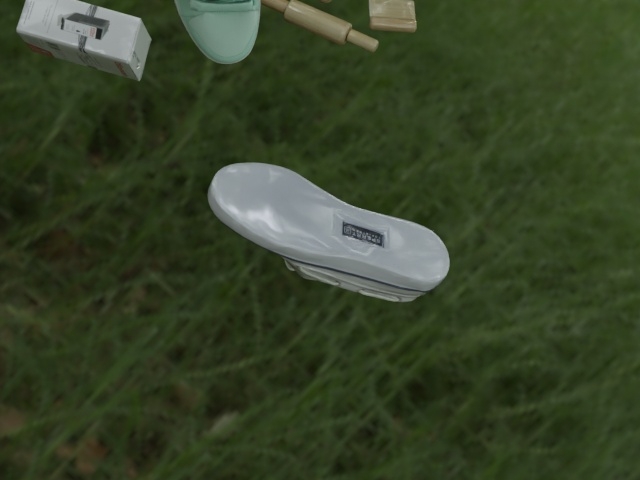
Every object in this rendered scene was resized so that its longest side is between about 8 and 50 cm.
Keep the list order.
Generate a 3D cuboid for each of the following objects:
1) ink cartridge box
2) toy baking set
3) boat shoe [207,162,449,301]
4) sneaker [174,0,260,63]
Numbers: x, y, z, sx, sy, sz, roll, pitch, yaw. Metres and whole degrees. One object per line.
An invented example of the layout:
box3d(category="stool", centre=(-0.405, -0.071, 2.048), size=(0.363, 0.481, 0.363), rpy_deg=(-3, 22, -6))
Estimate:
box3d(category="ink cartridge box", centre=(-0.270, -0.236, 1.818), size=(0.135, 0.056, 0.099), rpy_deg=(16, -7, 3))
box3d(category="toy baking set", centre=(0.013, -0.329, 2.016), size=(0.256, 0.030, 0.197), rpy_deg=(21, 48, 8))
box3d(category="boat shoe", centre=(0.000, 0.000, 1.647), size=(0.267, 0.088, 0.096), rpy_deg=(16, 54, -19))
box3d(category="sneaker", centre=(-0.104, -0.264, 1.651), size=(0.094, 0.256, 0.151), rpy_deg=(-9, 42, -6))
